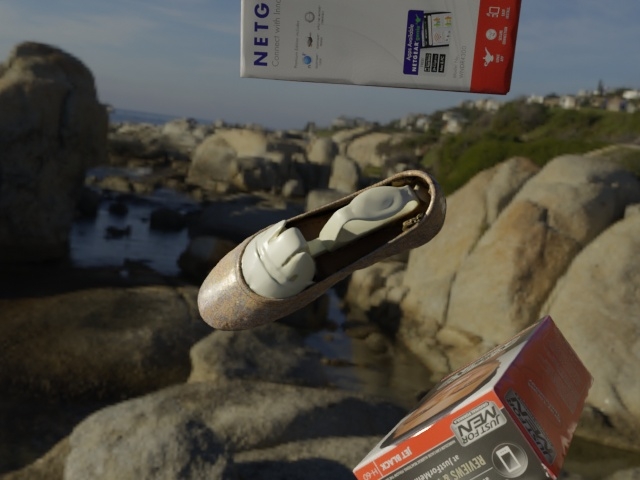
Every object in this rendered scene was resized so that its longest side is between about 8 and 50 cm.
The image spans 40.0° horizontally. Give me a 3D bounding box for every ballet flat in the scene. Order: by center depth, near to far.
[{"bbox_3d":[0.000,0.000,0.998,0.316,0.108,0.106,-28,-17,-9],"label":"ballet flat"}]

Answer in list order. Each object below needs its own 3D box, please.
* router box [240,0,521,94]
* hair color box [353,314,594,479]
[{"bbox_3d":[0.069,-0.335,0.943,0.301,0.336,0.082,3,22,2],"label":"router box"},{"bbox_3d":[0.076,0.081,0.397,0.072,0.043,0.141,-36,-7,22],"label":"hair color box"}]
